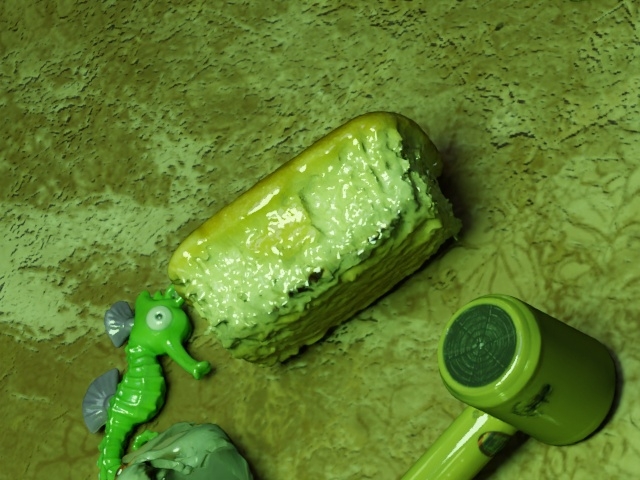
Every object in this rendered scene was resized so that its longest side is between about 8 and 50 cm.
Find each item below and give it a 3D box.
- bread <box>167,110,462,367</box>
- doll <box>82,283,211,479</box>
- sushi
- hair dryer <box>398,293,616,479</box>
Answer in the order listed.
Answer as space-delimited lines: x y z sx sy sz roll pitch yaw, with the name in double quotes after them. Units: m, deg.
0.000 0.000 1.596 0.245 0.174 0.121 -38 74 9 "bread"
-0.153 0.126 1.689 0.115 0.050 0.190 4 70 38 "doll"
-0.122 0.287 1.535 0.130 0.124 0.332 -25 51 50 "sushi"
0.094 0.167 1.490 0.279 0.135 0.090 -49 52 12 "hair dryer"
